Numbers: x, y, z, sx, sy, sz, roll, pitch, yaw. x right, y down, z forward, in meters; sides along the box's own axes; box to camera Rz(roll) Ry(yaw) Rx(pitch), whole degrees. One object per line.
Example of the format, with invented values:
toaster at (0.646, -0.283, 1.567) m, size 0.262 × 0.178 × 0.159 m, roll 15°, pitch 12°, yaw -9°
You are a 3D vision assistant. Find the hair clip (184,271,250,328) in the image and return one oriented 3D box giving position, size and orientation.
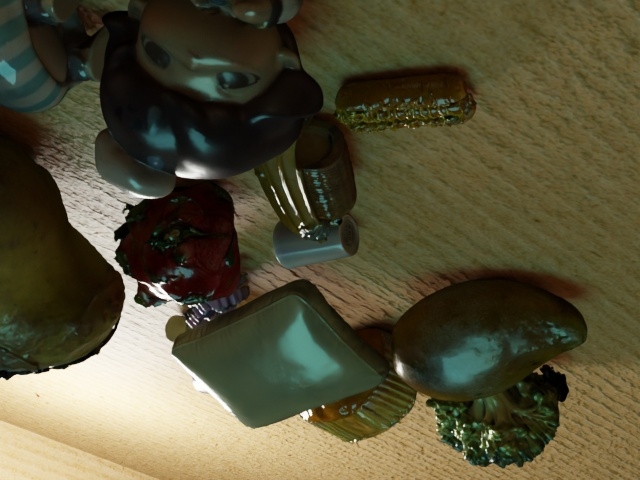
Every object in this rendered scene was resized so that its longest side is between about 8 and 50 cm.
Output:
hair clip at (-0.185, 0.099, 1.766) m, size 0.106 × 0.084 × 0.292 m, roll -23°, pitch 168°, yaw -22°

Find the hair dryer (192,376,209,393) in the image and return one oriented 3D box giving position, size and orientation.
hair dryer at (-0.077, 0.326, 2.171) m, size 0.361 × 0.121 × 0.301 m, roll 20°, pitch 163°, yaw -28°

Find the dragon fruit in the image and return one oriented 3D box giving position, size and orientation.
dragon fruit at (-0.229, 0.002, 1.481) m, size 0.269 × 0.198 × 0.200 m, roll 14°, pitch 170°, yaw 31°

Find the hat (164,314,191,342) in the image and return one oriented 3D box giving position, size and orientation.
hat at (-0.211, 0.168, 1.943) m, size 0.166 × 0.081 × 0.122 m, roll 16°, pitch -162°, yaw 28°

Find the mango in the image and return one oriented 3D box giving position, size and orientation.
mango at (0.253, 0.153, 1.569) m, size 0.316 × 0.146 × 0.192 m, roll -17°, pitch 116°, yaw 32°

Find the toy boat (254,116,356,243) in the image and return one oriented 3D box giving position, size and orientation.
toy boat at (-0.014, -0.086, 1.285) m, size 0.115 × 0.089 × 0.310 m, roll 3°, pitch 153°, yaw 13°

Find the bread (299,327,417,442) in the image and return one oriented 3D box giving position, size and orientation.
bread at (0.065, 0.262, 1.866) m, size 0.133 × 0.179 × 0.250 m, roll 28°, pitch 144°, yaw -29°

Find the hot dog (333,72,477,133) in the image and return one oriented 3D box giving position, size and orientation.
hot dog at (0.091, -0.155, 1.144) m, size 0.165 × 0.045 × 0.071 m, roll -2°, pitch 153°, yaw 26°

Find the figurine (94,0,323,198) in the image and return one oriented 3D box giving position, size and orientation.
figurine at (-0.096, -0.197, 0.961) m, size 0.218 × 0.206 × 0.365 m, roll 3°, pitch 155°, yaw -13°

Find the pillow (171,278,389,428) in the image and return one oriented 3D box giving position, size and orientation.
pillow at (-0.072, 0.206, 1.741) m, size 0.322 × 0.119 × 0.255 m, roll -24°, pitch 120°, yaw 33°

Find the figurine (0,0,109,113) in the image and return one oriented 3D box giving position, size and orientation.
figurine at (-0.449, -0.123, 1.081) m, size 0.362 × 0.377 × 0.266 m, roll 5°, pitch 154°, yaw 19°

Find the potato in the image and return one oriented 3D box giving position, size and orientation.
potato at (-0.452, 0.007, 1.437) m, size 0.397 × 0.290 × 0.296 m, roll 39°, pitch 147°, yaw -4°

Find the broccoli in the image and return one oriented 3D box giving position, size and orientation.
broccoli at (0.299, 0.249, 1.767) m, size 0.247 × 0.263 × 0.243 m, roll -24°, pitch 120°, yaw 2°

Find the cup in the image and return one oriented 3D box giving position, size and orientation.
cup at (0.000, 0.000, 1.494) m, size 0.116 × 0.074 × 0.104 m, roll -9°, pitch 172°, yaw 29°
